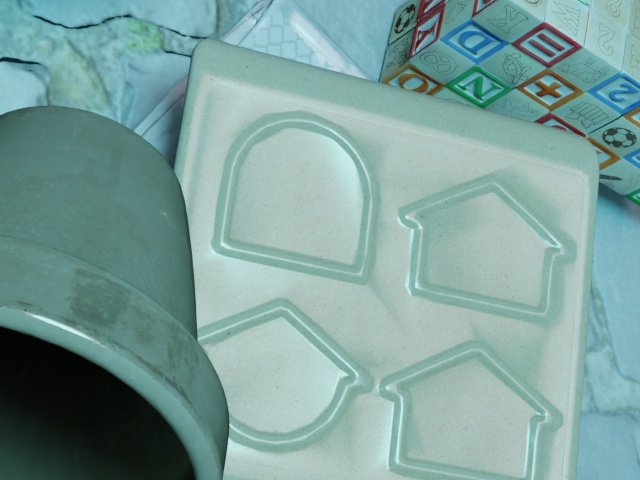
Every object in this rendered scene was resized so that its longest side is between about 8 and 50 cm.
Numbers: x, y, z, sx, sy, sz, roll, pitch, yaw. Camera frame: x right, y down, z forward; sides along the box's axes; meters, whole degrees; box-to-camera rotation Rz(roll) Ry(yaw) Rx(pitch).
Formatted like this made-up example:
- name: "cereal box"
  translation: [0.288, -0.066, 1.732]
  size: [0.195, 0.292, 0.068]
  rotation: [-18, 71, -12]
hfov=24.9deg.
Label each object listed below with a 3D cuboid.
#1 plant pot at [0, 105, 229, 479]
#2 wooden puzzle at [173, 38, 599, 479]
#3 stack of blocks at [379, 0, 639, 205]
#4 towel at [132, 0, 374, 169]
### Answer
- name: "plant pot"
  translation: [-0.171, 0.043, 0.850]
  size: [0.263, 0.263, 0.229]
  rotation: [31, 41, -20]
- name: "wooden puzzle"
  translation: [0.036, 0.050, 1.033]
  size: [0.322, 0.080, 0.347]
  rotation: [13, 68, -17]
- name: "stack of blocks"
  translation: [0.224, -0.135, 1.271]
  size: [0.297, 0.171, 0.087]
  rotation: [28, 57, -23]
- name: "towel"
  translation: [0.000, 0.000, 1.137]
  size: [0.332, 0.053, 0.317]
  rotation: [44, 53, -10]
